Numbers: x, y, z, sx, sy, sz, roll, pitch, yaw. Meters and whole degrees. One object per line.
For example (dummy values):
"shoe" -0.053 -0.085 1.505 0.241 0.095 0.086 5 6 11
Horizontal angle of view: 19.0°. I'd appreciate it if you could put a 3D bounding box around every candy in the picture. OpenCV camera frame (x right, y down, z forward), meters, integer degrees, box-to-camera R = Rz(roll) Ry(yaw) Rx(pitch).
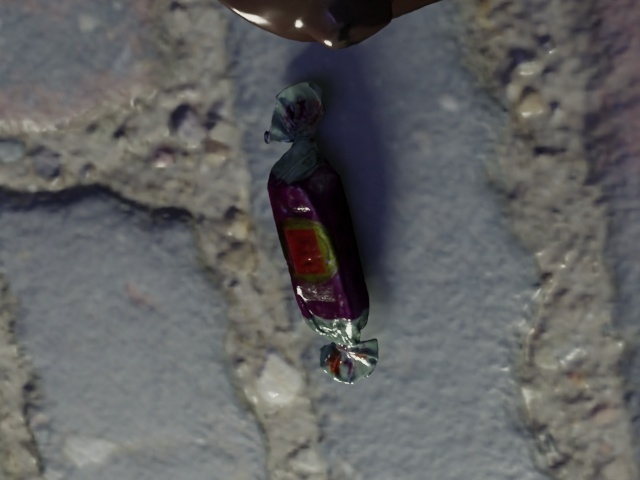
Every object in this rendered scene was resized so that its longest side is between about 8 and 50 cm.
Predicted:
"candy" 0.000 0.000 1.030 0.045 0.043 0.175 -2 112 32

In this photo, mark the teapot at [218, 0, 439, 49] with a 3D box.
"teapot" -0.049 -0.219 0.801 0.315 0.312 0.233 46 122 -3
